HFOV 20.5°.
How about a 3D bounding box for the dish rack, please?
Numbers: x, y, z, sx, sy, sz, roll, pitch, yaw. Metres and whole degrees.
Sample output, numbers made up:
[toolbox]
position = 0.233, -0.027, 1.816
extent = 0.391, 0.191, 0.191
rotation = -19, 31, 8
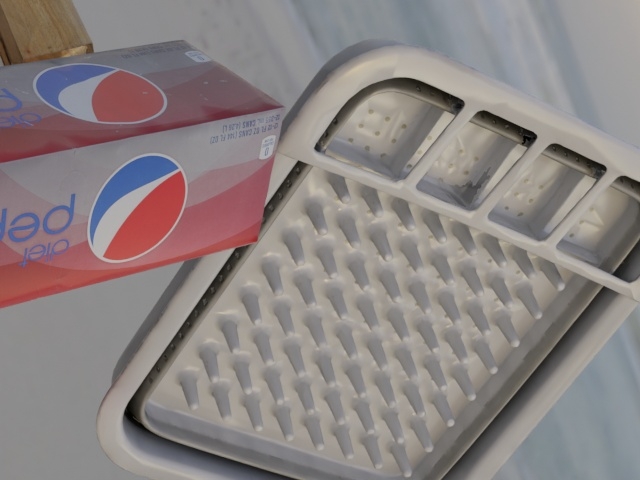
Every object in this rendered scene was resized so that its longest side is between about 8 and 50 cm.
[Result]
[dish rack]
position = 0.041, 0.032, 1.093
extent = 0.285, 0.333, 0.072
rotation = 21, 27, -31

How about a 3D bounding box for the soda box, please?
[soda box]
position = -0.146, -0.027, 0.845
extent = 0.092, 0.263, 0.083
rotation = 37, -53, 36

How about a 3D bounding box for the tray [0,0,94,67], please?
[tray]
position = -0.278, -0.194, 1.606
extent = 0.411, 0.076, 0.203
rotation = -121, -160, -46
